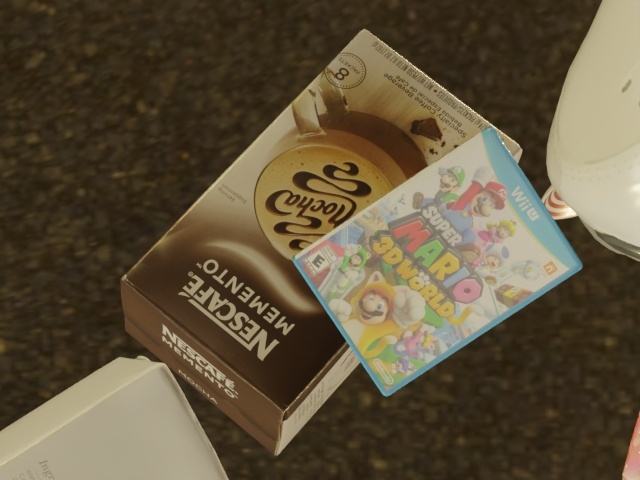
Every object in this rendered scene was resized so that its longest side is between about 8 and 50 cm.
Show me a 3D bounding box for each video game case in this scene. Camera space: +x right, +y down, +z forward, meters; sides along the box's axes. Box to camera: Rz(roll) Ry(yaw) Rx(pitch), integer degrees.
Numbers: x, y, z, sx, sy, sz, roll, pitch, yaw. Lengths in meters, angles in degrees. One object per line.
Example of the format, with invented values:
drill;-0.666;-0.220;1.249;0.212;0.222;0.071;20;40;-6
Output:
video game case;0.081;0.015;1.236;0.166;0.015;0.119;-34;97;2

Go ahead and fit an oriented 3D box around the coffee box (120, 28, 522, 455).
coffee box;0.000;0.000;1.418;0.168;0.119;0.297;38;69;11

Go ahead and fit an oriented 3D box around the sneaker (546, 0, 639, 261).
sneaker;0.117;-0.135;0.353;0.129;0.111;0.297;23;99;-30

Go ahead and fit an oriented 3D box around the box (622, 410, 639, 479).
box;0.349;0.170;1.139;0.300;0.154;0.142;14;55;15

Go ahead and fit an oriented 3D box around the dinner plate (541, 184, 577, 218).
dinner plate;0.228;-0.057;1.361;0.141;0.141;0.017;-12;70;-31

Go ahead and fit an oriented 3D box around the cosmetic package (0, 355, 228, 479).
cosmetic package;-0.174;0.158;0.980;0.231;0.117;0.085;-31;98;-15
